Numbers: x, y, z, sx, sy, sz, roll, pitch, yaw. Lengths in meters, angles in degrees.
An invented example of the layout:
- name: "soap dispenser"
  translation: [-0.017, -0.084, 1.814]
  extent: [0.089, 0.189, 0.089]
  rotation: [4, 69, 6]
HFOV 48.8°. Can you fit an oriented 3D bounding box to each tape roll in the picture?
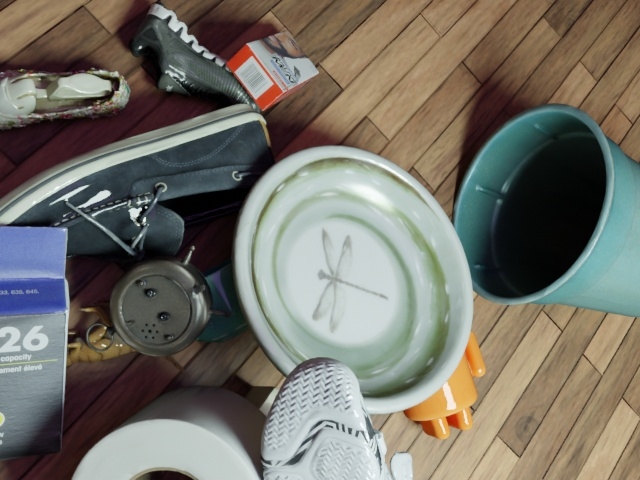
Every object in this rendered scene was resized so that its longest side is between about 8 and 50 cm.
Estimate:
- name: "tape roll"
  translation: [-0.171, 0.322, 0.893]
  extent: [0.246, 0.169, 0.246]
  rotation: [0, 92, 7]

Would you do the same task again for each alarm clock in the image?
- name: "alarm clock"
  translation: [-0.229, 0.097, 0.939]
  extent: [0.192, 0.064, 0.129]
  rotation: [-27, 95, 8]

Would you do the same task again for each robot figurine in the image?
- name: "robot figurine"
  translation: [0.179, 0.208, 1.154]
  extent: [0.128, 0.158, 0.219]
  rotation: [-12, 83, -67]

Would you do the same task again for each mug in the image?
- name: "mug"
  translation: [-0.153, 0.095, 1.031]
  extent: [0.157, 0.129, 0.097]
  rotation: [-27, 96, 10]

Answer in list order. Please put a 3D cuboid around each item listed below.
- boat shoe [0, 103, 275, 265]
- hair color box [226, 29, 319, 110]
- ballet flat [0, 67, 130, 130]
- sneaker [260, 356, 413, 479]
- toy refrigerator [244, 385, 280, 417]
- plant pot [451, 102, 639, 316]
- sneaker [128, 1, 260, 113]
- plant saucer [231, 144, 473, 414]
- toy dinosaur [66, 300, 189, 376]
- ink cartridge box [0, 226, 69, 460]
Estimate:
- name: "boat shoe"
  translation: [-0.259, -0.040, 0.976]
  extent: [0.500, 0.187, 0.156]
  rotation: [-27, 86, -31]
- name: "hair color box"
  translation: [-0.072, -0.276, 1.130]
  extent: [0.093, 0.053, 0.167]
  rotation: [51, 28, -7]
- name: "ballet flat"
  translation: [-0.390, -0.213, 1.006]
  extent: [0.241, 0.077, 0.091]
  rotation: [-14, 87, -26]
- name: "sneaker"
  translation: [0.030, 0.287, 0.890]
  extent: [0.137, 0.210, 0.366]
  rotation: [-2, 107, 17]
- name: "toy refrigerator"
  translation: [-0.012, 0.337, 1.055]
  extent: [0.269, 0.102, 0.094]
  rotation: [43, 66, -12]
- name: "plant pot"
  translation: [0.467, -0.019, 1.238]
  extent: [0.334, 0.341, 0.341]
  rotation: [18, 73, -29]
- name: "sneaker"
  translation: [-0.202, -0.256, 1.105]
  extent: [0.234, 0.078, 0.106]
  rotation: [41, 72, -10]
- name: "plant saucer"
  translation: [0.043, 0.058, 1.046]
  extent: [0.400, 0.100, 0.400]
  rotation: [11, 66, -26]
- name: "toy dinosaur"
  translation: [-0.297, 0.144, 0.996]
  extent: [0.211, 0.064, 0.112]
  rotation: [-5, 94, -15]
- name: "ink cartridge box"
  translation: [-0.456, 0.134, 0.826]
  extent: [0.303, 0.072, 0.307]
  rotation: [0, 118, -23]
